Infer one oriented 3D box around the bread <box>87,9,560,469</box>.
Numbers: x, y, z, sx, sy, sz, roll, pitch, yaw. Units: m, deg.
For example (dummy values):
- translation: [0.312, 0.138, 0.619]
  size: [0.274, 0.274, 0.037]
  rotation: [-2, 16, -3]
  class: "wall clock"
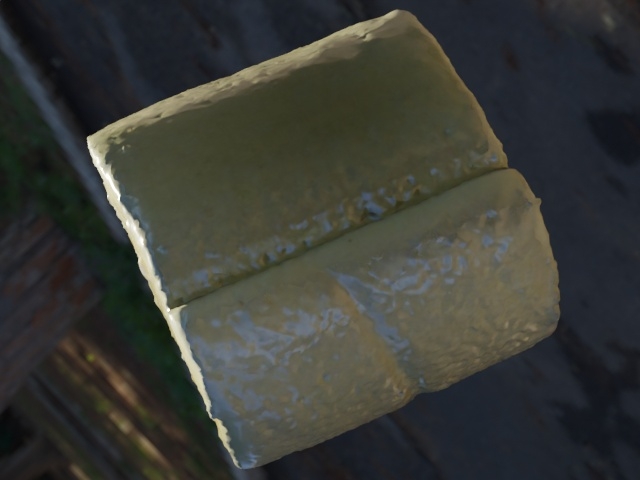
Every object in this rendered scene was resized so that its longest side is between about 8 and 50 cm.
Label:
- translation: [0.000, 0.000, 0.604]
  size: [0.134, 0.141, 0.148]
  rotation: [77, 168, -52]
  class: "bread"
